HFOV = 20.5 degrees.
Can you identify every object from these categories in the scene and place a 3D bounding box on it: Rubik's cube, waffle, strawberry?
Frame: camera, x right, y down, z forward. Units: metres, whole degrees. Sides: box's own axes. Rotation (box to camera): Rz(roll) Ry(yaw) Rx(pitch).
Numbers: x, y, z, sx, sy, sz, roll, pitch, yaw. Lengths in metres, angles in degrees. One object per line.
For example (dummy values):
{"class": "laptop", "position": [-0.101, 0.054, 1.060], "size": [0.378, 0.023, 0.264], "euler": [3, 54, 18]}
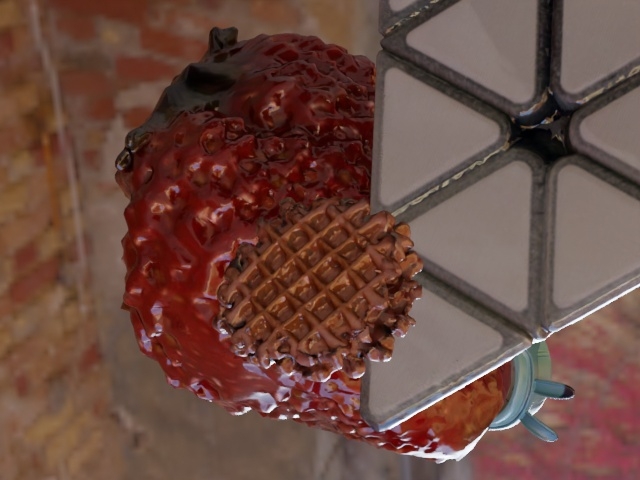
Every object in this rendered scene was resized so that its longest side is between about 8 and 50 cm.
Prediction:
{"class": "Rubik's cube", "position": [0.136, -0.044, 0.968], "size": [0.229, 0.228, 0.233], "euler": [5, -145, -15]}
{"class": "waffle", "position": [0.001, 0.019, 0.680], "size": [0.083, 0.029, 0.075], "euler": [0, -120, 27]}
{"class": "strawberry", "position": [0.001, 0.002, 1.156], "size": [0.258, 0.261, 0.261], "euler": [11, -158, 26]}

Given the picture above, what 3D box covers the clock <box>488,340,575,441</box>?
{"class": "clock", "position": [0.161, 0.115, 1.550], "size": [0.045, 0.108, 0.147], "euler": [-2, -148, -34]}
